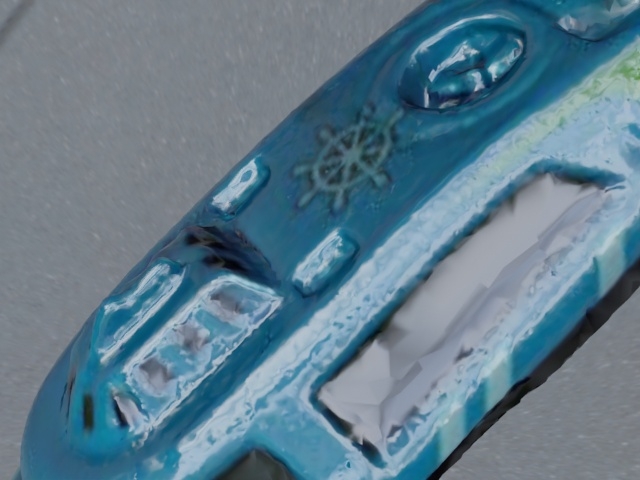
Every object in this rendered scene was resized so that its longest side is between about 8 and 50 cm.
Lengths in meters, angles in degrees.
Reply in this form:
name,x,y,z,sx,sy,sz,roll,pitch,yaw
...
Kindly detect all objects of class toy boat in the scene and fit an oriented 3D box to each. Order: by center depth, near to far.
name,x,y,z,sx,sy,sz,roll,pitch,yaw
toy boat,0.000,0.000,0.388,0.299,0.134,0.092,-45,125,-4
